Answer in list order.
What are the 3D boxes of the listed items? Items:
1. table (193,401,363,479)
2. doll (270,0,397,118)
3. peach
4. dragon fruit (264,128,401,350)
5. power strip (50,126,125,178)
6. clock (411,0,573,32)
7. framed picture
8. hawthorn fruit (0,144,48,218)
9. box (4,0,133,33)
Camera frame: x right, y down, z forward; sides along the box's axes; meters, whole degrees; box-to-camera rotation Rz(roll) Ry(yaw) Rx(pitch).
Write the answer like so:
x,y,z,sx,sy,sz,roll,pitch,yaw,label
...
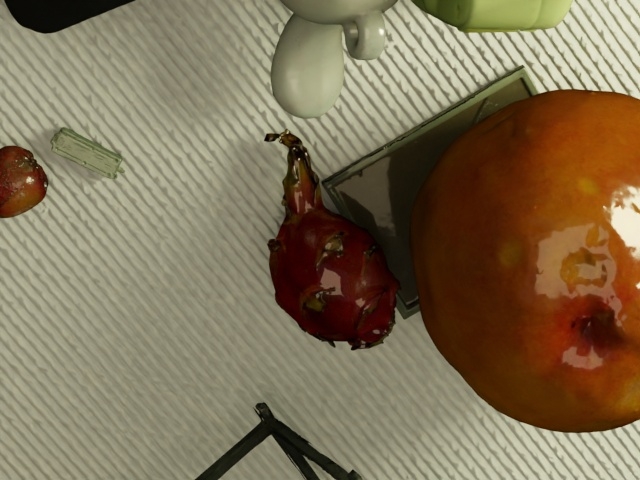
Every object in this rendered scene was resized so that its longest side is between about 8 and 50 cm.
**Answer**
x,y,z,sx,sy,sz,roll,pitch,yaw,label
-0.069,0.397,1.753,0.335,0.222,0.272,-41,121,-14,table
0.009,-0.339,1.582,0.376,0.187,0.366,-32,69,45,doll
0.253,0.025,1.671,0.342,0.302,0.343,-1,107,-4,peach
0.000,0.000,1.768,0.125,0.125,0.246,-19,99,-8,dragon fruit
-0.242,-0.089,1.771,0.083,0.017,0.027,27,105,-11,power strip
0.154,-0.375,1.562,0.117,0.286,0.348,-2,105,-10,clock
0.151,-0.049,1.808,0.250,0.016,0.184,-31,107,6,framed picture
-0.320,-0.059,1.750,0.077,0.077,0.077,-1,108,-3,hawthorn fruit
-0.232,-0.356,1.595,0.290,0.073,0.289,-16,108,36,box
